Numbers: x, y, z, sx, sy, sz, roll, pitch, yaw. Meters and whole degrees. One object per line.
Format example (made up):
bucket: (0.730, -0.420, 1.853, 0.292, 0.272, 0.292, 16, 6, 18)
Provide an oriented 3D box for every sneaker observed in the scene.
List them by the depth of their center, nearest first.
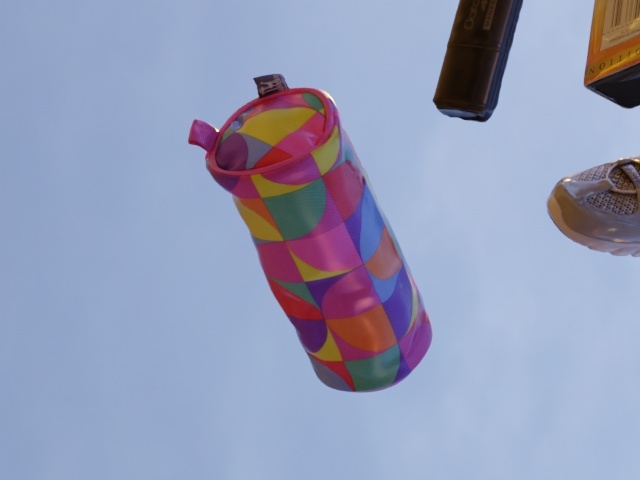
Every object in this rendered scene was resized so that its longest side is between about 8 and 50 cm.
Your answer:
sneaker: (0.334, -0.070, 1.585, 0.105, 0.281, 0.115, -121, -155, -42)

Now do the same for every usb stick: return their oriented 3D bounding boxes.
usb stick: (0.192, -0.267, 1.954, 0.077, 0.045, 0.278, 10, -100, 31)

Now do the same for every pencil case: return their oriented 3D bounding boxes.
pencil case: (0.000, 0.000, 1.198, 0.104, 0.104, 0.236, 53, -9, 52)

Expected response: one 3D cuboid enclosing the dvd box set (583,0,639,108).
dvd box set: (0.367, -0.341, 1.451, 0.308, 0.062, 0.420, -20, -127, 53)
